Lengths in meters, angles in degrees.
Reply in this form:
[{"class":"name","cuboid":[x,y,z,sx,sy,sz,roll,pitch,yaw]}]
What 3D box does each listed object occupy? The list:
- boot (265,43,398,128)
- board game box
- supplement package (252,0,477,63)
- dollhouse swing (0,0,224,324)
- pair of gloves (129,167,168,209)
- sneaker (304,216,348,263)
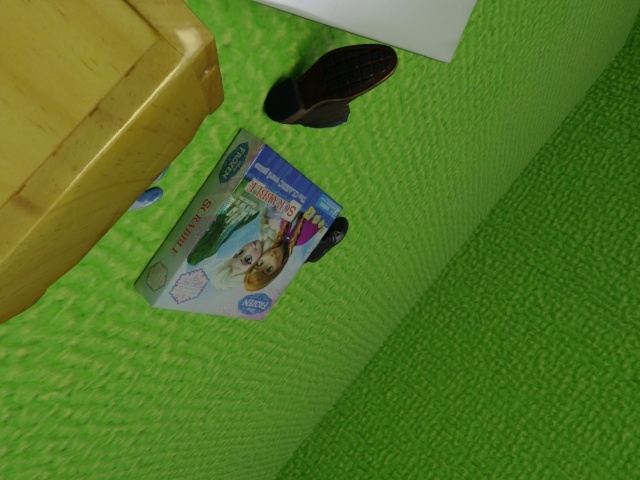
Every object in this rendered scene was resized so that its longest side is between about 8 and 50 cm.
[{"class":"boot","cuboid":[0.028,-0.239,0.643,0.106,0.219,0.082,-5,83,-64]},{"class":"board game box","cuboid":[-0.128,0.001,0.772,0.318,0.066,0.319,-55,150,4]},{"class":"supplement package","cuboid":[0.033,-0.339,0.455,0.293,0.175,0.177,-2,125,-34]},{"class":"dollhouse swing","cuboid":[-0.315,-0.128,0.330,0.347,0.305,0.315,-49,-167,-2]},{"class":"pair of gloves","cuboid":[-0.282,-0.089,0.506,0.159,0.023,0.198,-48,149,-8]},{"class":"sneaker","cuboid":[-0.002,-0.002,0.960,0.170,0.051,0.089,-47,155,-3]}]
